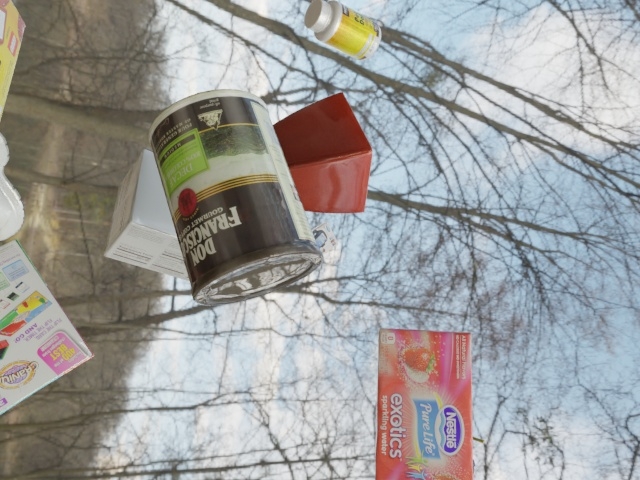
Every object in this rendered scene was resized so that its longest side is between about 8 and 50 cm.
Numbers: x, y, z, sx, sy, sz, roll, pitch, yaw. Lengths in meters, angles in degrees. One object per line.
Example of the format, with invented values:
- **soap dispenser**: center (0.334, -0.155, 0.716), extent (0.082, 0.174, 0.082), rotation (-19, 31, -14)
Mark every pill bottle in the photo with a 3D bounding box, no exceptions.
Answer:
- **pill bottle**: center (0.063, -0.610, 1.518), extent (0.117, 0.215, 0.117), rotation (-18, -113, 49)

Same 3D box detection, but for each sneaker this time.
- **sneaker**: center (-0.698, -0.108, 1.066), extent (0.129, 0.111, 0.297), rotation (-48, 158, -42)

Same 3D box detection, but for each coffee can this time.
- **coffee can**: center (-0.135, -0.062, 0.823), extent (0.201, 0.202, 0.275), rotation (-44, -119, 52)

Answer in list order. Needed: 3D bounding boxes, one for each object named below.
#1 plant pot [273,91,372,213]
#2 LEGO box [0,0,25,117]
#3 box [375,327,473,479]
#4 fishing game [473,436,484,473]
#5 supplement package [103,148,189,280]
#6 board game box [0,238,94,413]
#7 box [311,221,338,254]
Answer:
- **plant pot**: center (-0.014, -0.236, 1.550), extent (0.267, 0.236, 0.267), rotation (93, -19, -53)
- **LEGO box**: center (-1.013, -0.409, 1.308), extent (0.193, 0.373, 0.499), rotation (130, -33, -74)
- **box**: center (0.167, 0.301, 0.867), extent (0.142, 0.154, 0.299), rotation (67, 26, -74)
- **fishing game**: center (0.236, 0.489, 1.137), extent (0.189, 0.264, 0.041), rotation (4, -63, 53)
- **supplement package**: center (-0.309, -0.042, 1.172), extent (0.145, 0.262, 0.203), rotation (-39, -138, 38)
- **board game box**: center (-0.694, 0.191, 1.154), extent (0.316, 0.242, 0.064), rotation (59, -28, -5)
- **box**: center (0.000, 0.000, 1.621), extent (0.028, 0.136, 0.081), rotation (-13, -73, 50)
